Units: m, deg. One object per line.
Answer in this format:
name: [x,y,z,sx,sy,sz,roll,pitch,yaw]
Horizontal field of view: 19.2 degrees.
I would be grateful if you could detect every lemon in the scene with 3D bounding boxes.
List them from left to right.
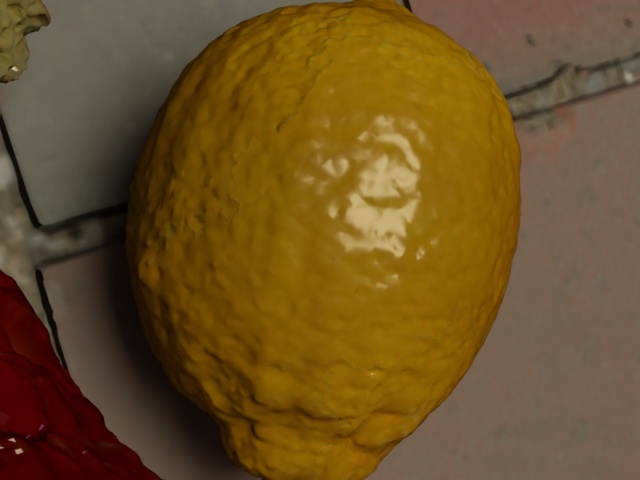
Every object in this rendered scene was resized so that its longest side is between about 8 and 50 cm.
lemon: [0.000,0.000,0.679,0.142,0.142,0.187,12,85,-30]

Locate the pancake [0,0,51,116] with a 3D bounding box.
pancake: [-0.226,-0.099,0.561,0.266,0.057,0.244,38,36,-3]

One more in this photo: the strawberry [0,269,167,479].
strawberry: [-0.139,0.112,0.496,0.317,0.295,0.345,19,51,-25]
